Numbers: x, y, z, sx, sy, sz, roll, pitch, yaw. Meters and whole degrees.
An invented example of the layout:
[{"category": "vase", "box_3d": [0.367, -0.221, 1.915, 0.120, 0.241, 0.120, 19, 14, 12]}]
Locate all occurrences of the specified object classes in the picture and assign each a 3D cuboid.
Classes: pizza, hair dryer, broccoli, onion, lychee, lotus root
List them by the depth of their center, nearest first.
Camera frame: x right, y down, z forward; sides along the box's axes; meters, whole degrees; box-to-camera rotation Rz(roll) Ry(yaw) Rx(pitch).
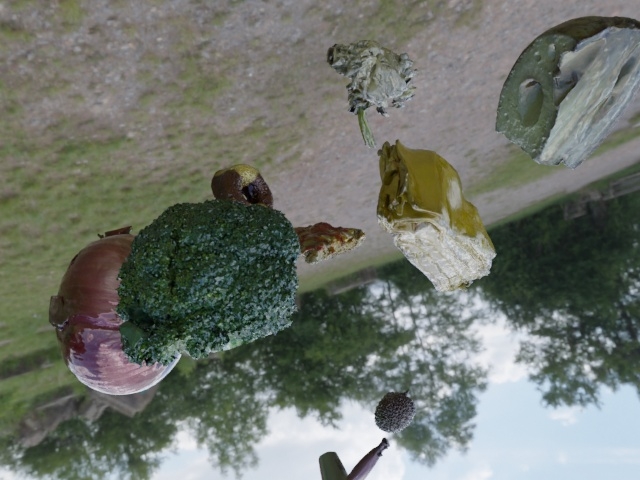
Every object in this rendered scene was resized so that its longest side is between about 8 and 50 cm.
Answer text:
[{"category": "broccoli", "box_3d": [-0.105, 0.042, 0.557, 0.196, 0.156, 0.195, -2, -150, 1]}, {"category": "lychee", "box_3d": [0.126, 0.288, 0.969, 0.068, 0.083, 0.067, 33, 180, 43]}, {"category": "hair dryer", "box_3d": [0.065, 0.396, 0.999, 0.154, 0.106, 0.054, -42, 128, 18]}, {"category": "lotus root", "box_3d": [0.445, -0.275, 1.035, 0.210, 0.142, 0.314, -8, 143, -20]}, {"category": "onion", "box_3d": [-0.411, 0.139, 1.210, 0.354, 0.353, 0.353, -16, 174, -2]}, {"category": "pizza", "box_3d": [0.000, 0.000, 1.254, 0.188, 0.062, 0.199, -1, -162, 11]}]

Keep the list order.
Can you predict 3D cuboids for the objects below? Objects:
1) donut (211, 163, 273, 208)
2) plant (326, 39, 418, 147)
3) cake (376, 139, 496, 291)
[{"category": "donut", "box_3d": [-0.155, -0.093, 1.162, 0.059, 0.140, 0.140, -24, 171, 39]}, {"category": "plant", "box_3d": [0.052, -0.172, 0.675, 0.117, 0.121, 0.104, -1, -159, -36]}, {"category": "cake", "box_3d": [0.113, -0.005, 0.530, 0.080, 0.184, 0.116, -15, -155, 19]}]
